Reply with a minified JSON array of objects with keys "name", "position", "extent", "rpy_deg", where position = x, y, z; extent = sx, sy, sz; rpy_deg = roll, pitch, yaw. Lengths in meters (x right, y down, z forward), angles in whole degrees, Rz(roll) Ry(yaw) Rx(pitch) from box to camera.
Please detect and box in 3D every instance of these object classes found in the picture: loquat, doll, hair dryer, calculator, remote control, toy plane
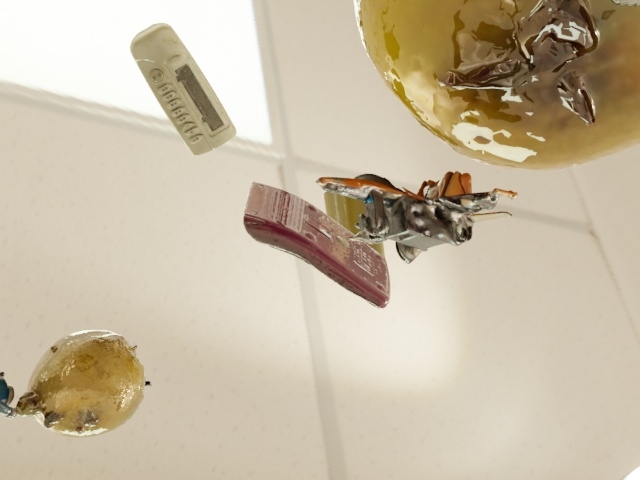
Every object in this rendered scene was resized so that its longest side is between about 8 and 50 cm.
[{"name":"loquat","position":[0.198,-0.235,0.857],"extent":[0.328,0.328,0.359],"rpy_deg":[25,-141,-10]},{"name":"loquat","position":[-0.343,0.210,1.456],"extent":[0.204,0.172,0.150],"rpy_deg":[-23,-77,-45]},{"name":"doll","position":[-0.459,0.195,1.336],"extent":[0.114,0.152,0.085],"rpy_deg":[40,-95,10]},{"name":"hair dryer","position":[0.048,0.006,1.745],"extent":[0.090,0.279,0.135],"rpy_deg":[-6,-103,-7]},{"name":"calculator","position":[0.000,0.000,1.132],"extent":[0.190,0.034,0.127],"rpy_deg":[31,-160,-11]},{"name":"remote control","position":[-0.229,-0.250,1.678],"extent":[0.230,0.090,0.049],"rpy_deg":[60,-178,-30]},{"name":"toy plane","position":[0.059,-0.017,0.718],"extent":[0.188,0.135,0.062],"rpy_deg":[-4,-102,-54]}]

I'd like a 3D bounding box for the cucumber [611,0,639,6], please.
[{"name":"cucumber","position":[0.151,-0.176,0.494],"extent":[0.115,0.063,0.244],"rpy_deg":[43,-146,-6]}]
